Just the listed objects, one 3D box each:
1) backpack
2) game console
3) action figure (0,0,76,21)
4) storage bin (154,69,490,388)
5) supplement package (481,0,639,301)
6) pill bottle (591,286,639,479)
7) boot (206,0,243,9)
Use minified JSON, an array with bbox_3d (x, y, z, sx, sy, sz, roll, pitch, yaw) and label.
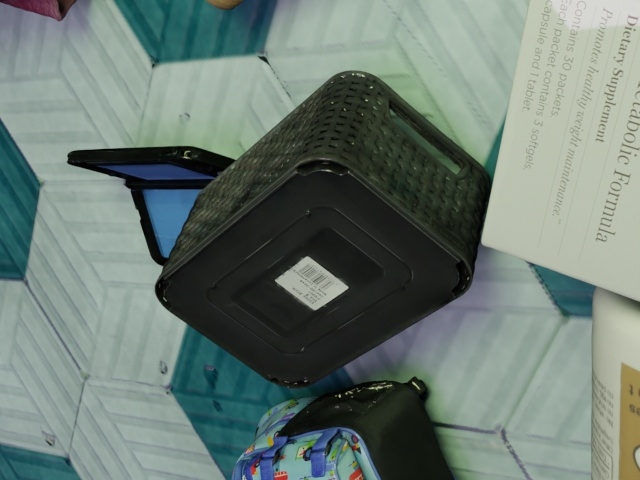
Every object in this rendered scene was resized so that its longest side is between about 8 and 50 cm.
[{"bbox_3d":[0.005,0.184,0.748,0.173,0.117,0.158,-16,100,42],"label":"backpack"},{"bbox_3d":[-0.103,-0.021,0.762,0.122,0.107,0.071,1,83,34],"label":"game console"},{"bbox_3d":[-0.339,-0.205,0.729,0.370,0.276,0.248,-3,115,22],"label":"action figure"},{"bbox_3d":[0.000,0.000,0.658,0.122,0.084,0.180,38,134,-18],"label":"storage bin"},{"bbox_3d":[0.214,-0.041,0.465,0.244,0.134,0.139,20,126,22],"label":"supplement package"},{"bbox_3d":[0.207,0.127,0.566,0.131,0.131,0.229,9,115,32],"label":"pill bottle"},{"bbox_3d":[-0.054,-0.294,0.593,0.211,0.104,0.295,-32,95,35],"label":"boot"}]
